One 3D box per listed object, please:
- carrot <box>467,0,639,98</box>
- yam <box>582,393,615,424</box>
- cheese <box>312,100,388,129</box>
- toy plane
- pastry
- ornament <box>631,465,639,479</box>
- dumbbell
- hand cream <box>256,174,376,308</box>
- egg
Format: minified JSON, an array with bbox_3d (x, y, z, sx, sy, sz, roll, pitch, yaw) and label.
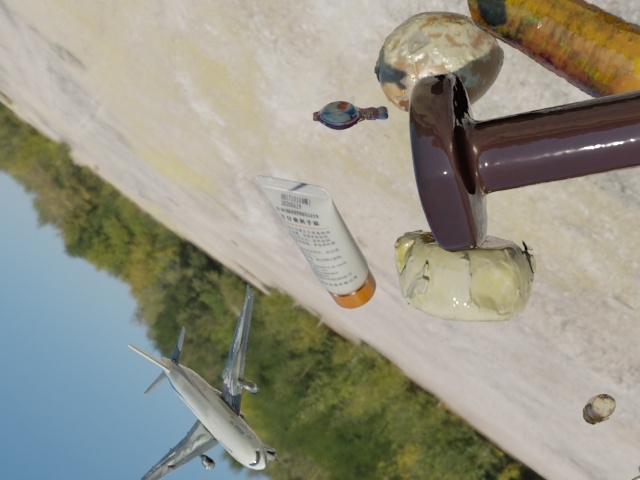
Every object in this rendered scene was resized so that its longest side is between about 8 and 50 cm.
[{"bbox_3d":[0.340,-0.283,1.090,0.302,0.114,0.114,33,172,17],"label":"carrot"},{"bbox_3d":[0.561,0.343,1.591,0.057,0.057,0.241,35,173,22],"label":"yam"},{"bbox_3d":[0.057,-0.241,1.512,0.095,0.145,0.038,-90,-3,-51],"label":"cheese"},{"bbox_3d":[-0.104,0.151,0.724,0.226,0.226,0.058,28,176,44],"label":"toy plane"},{"bbox_3d":[0.163,0.038,0.905,0.166,0.088,0.166,5,-170,-1],"label":"pastry"},{"bbox_3d":[0.443,0.318,0.906,0.285,0.130,0.120,-133,18,-84],"label":"ornament"},{"bbox_3d":[0.183,-0.072,0.575,0.225,0.124,0.140,-8,127,19],"label":"dumbbell"},{"bbox_3d":[0.000,0.000,1.326,0.140,0.089,0.314,14,153,31],"label":"hand cream"},{"bbox_3d":[0.216,-0.319,1.425,0.233,0.195,0.195,-3,-179,-13],"label":"egg"}]
